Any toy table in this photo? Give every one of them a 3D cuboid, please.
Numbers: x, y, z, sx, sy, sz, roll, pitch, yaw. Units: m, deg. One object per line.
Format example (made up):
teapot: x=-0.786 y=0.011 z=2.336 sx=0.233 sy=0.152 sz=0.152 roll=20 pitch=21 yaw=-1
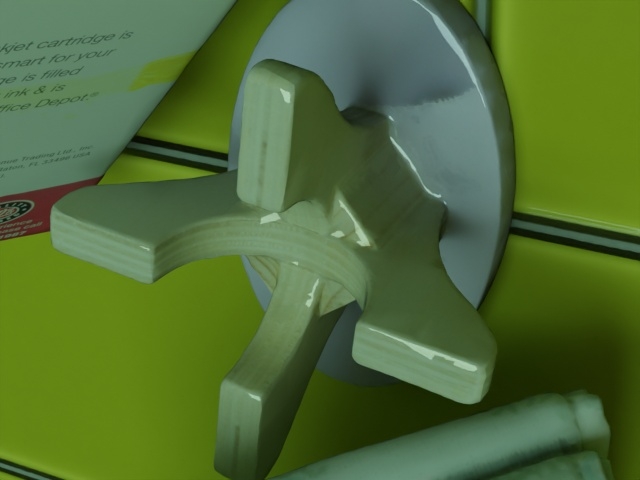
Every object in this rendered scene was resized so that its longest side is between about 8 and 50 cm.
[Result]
toy table: x=0.000 y=0.000 z=0.741 sx=0.252 sy=0.161 sz=0.274 roll=9 pitch=122 yaw=26

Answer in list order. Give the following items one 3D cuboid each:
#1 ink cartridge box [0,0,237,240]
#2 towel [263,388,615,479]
ink cartridge box: x=-0.209 y=-0.127 z=0.647 sx=0.385 sy=0.279 sz=0.160 roll=-40 pitch=67 yaw=52
towel: x=-0.009 y=0.232 z=0.764 sx=0.375 sy=0.090 sz=0.320 roll=-18 pitch=142 yaw=-5
